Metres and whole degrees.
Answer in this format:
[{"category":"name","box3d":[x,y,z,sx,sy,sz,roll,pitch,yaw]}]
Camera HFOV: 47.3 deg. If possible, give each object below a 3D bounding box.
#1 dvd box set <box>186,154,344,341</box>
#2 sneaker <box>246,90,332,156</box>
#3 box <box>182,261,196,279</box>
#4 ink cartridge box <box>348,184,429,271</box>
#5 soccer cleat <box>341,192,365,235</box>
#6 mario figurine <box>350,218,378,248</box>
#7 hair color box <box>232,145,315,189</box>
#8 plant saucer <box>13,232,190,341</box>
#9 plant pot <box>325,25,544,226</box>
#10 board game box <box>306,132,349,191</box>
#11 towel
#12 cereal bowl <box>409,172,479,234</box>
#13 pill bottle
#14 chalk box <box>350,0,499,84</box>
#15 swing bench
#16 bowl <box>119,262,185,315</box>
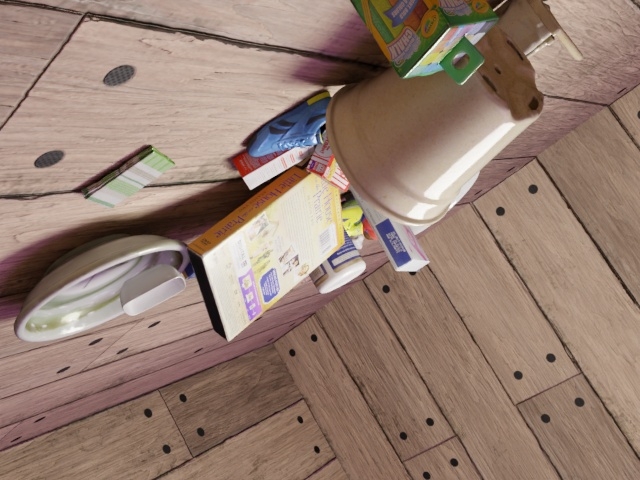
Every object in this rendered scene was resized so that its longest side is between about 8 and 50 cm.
[{"category":"dvd box set","box3d":[-0.112,0.009,1.744,0.420,0.062,0.307,-40,144,-27]},{"category":"sneaker","box3d":[-0.049,-0.215,1.471,0.209,0.082,0.069,-30,170,5]},{"category":"box","box3d":[-0.273,0.030,2.036,0.225,0.036,0.136,-37,167,34]},{"category":"ink cartridge box","box3d":[0.200,-0.064,2.107,0.071,0.324,0.330,-32,168,15]},{"category":"soccer cleat","box3d":[0.066,-0.045,2.226,0.289,0.121,0.093,-42,171,-25]},{"category":"mario figurine","box3d":[0.215,-0.039,2.609,0.320,0.170,0.198,13,101,-84]},{"category":"hair color box","box3d":[-0.097,-0.181,1.557,0.167,0.053,0.093,-29,167,-2]},{"category":"plant saucer","box3d":[-0.479,0.081,1.585,0.400,0.100,0.400,-29,167,-7]},{"category":"plant pot","box3d":[0.231,-0.241,1.379,0.334,0.333,0.305,-19,167,-45]},{"category":"board game box","box3d":[0.043,-0.200,1.652,0.146,0.045,0.193,-66,162,2]},{"category":"towel","box3d":[-0.345,-0.114,1.317,0.152,0.023,0.113,-34,170,3]},{"category":"cereal bowl","box3d":[0.363,-0.174,2.447,0.339,0.141,0.339,-36,164,-12]},{"category":"pill bottle","box3d":[0.000,0.000,2.031,0.153,0.264,0.153,-29,169,-6]},{"category":"chalk box","box3d":[0.172,-0.344,1.146,0.132,0.213,0.132,-21,164,-39]},{"category":"swing bench","box3d":[0.398,-0.408,1.591,0.253,0.165,0.255,-36,162,25]},{"category":"bowl","box3d":[-0.367,0.101,1.573,0.142,0.053,0.142,-29,168,-12]}]
